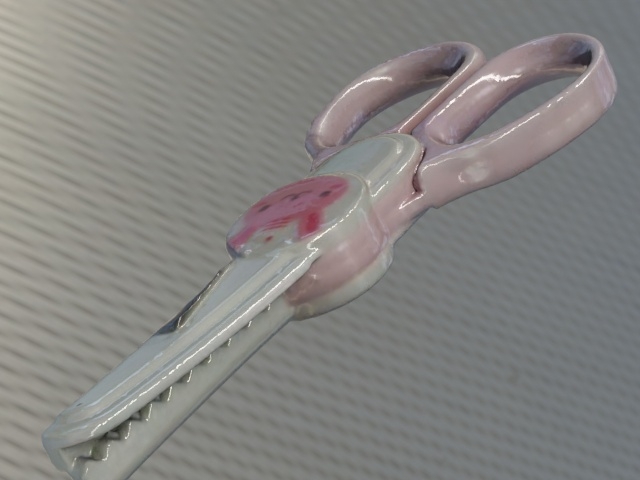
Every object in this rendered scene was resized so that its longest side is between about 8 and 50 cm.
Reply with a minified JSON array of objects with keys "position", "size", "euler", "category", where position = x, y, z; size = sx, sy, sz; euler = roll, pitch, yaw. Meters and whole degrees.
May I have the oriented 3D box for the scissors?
[{"position":[0.000,0.000,0.611],"size":[0.242,0.118,0.030],"euler":[-43,119,-36],"category":"scissors"}]
